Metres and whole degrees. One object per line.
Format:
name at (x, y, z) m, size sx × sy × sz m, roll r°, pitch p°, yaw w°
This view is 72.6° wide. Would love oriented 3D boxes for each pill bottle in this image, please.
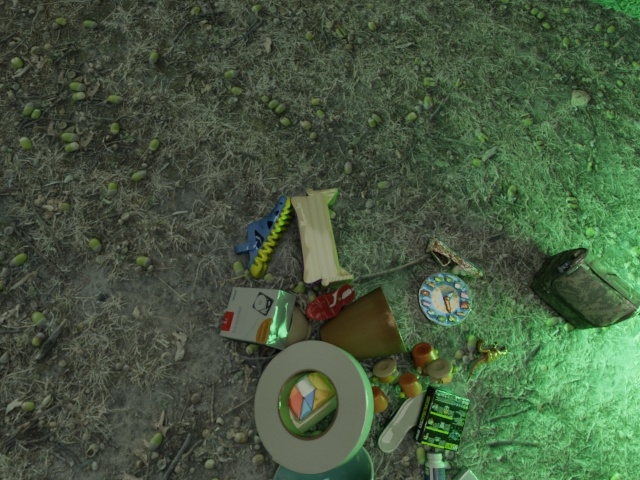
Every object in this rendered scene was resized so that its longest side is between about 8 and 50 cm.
pill bottle at (0.387, 0.784, 1.472) m, size 0.067 × 0.067 × 0.120 m, roll 3°, pitch 74°, yaw -7°

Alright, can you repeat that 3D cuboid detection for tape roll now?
tape roll at (-0.028, 0.513, 1.364) m, size 0.392 × 0.072 × 0.391 m, roll -9°, pitch 65°, yaw 20°

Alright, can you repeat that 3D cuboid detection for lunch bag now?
lunch bag at (1.000, 0.174, 1.633) m, size 0.305 × 0.256 × 0.212 m, roll 42°, pitch 73°, yaw 6°

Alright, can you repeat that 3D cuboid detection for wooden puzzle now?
wooden puzzle at (-0.050, 0.506, 1.503) m, size 0.221 × 0.044 × 0.238 m, roll -33°, pitch 81°, yaw -16°

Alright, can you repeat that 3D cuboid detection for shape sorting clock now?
shape sorting clock at (0.476, 0.222, 1.660) m, size 0.206 × 0.040 × 0.206 m, roll 2°, pitch 74°, yaw -8°

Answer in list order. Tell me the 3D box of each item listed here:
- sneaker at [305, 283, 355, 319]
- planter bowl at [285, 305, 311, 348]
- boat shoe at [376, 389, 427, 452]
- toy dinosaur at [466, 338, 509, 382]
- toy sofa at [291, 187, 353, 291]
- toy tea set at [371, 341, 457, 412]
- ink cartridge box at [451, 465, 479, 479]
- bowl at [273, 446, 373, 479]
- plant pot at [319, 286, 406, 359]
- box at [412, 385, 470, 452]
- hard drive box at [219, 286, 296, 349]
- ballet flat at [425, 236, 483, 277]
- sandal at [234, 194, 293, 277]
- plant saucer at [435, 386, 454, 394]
sneaker at (0.014, 0.234, 1.536) m, size 0.221 × 0.128 × 0.087 m, roll -18°, pitch 78°, yaw -40°
planter bowl at (-0.101, 0.305, 1.507) m, size 0.109 × 0.162 × 0.162 m, roll 27°, pitch 70°, yaw -31°
boat shoe at (0.287, 0.617, 1.501) m, size 0.095 × 0.079 × 0.254 m, roll 41°, pitch 75°, yaw 2°
toy dinosaur at (0.610, 0.428, 1.608) m, size 0.212 × 0.064 × 0.112 m, roll -23°, pitch 80°, yaw -13°
toy sofa at (0.000, 0.000, 1.601) m, size 0.177 × 0.150 × 0.362 m, roll -9°, pitch 76°, yaw -5°
toy tea set at (0.299, 0.489, 1.507) m, size 0.336 × 0.200 × 0.124 m, roll -23°, pitch 115°, yaw 1°
ink cartridge box at (0.493, 0.928, 1.457) m, size 0.224 × 0.045 × 0.223 m, roll -39°, pitch 82°, yaw -15°
bowl at (0.024, 0.775, 1.329) m, size 0.312 × 0.311 × 0.163 m, roll -20°, pitch 111°, yaw -13°
plant pot at (0.134, 0.312, 1.507) m, size 0.254 × 0.237 × 0.237 m, roll -20°, pitch 77°, yaw 4°
box at (0.418, 0.612, 1.489) m, size 0.191 × 0.045 × 0.184 m, roll 25°, pitch 80°, yaw -28°
hard drive box at (-0.211, 0.257, 1.460) m, size 0.089 × 0.232 × 0.181 m, roll 31°, pitch 64°, yaw -45°
ballet flat at (0.510, 0.082, 1.688) m, size 0.241 × 0.091 × 0.077 m, roll 39°, pitch 83°, yaw 13°
sandal at (-0.208, -0.029, 1.579) m, size 0.138 × 0.126 × 0.317 m, roll 27°, pitch 84°, yaw 10°
plant saucer at (0.439, 0.588, 1.560) m, size 0.119 × 0.021 × 0.119 m, roll 2°, pitch 74°, yaw -8°
